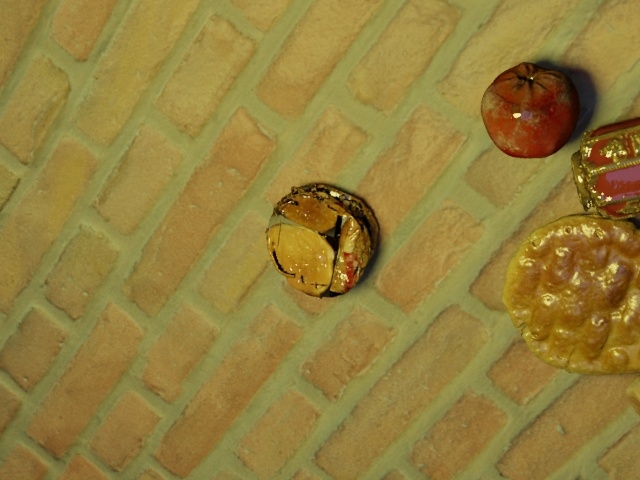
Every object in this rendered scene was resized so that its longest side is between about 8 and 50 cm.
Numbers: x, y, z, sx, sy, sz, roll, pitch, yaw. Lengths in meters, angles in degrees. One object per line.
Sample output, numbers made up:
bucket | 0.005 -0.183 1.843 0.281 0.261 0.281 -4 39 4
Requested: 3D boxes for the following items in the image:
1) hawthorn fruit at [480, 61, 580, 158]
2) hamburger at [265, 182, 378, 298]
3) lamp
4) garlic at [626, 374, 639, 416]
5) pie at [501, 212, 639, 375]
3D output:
hawthorn fruit | 0.364 -0.220 1.743 0.173 0.173 0.172 6 110 17
hamburger | 0.000 0.000 1.974 0.231 0.107 0.230 8 113 20
lamp | 0.570 -0.133 1.702 0.274 0.177 0.177 -12 103 24
garlic | 0.664 0.291 1.856 0.175 0.099 0.124 -22 80 20
pie | 0.506 0.102 1.850 0.340 0.083 0.339 7 111 19
